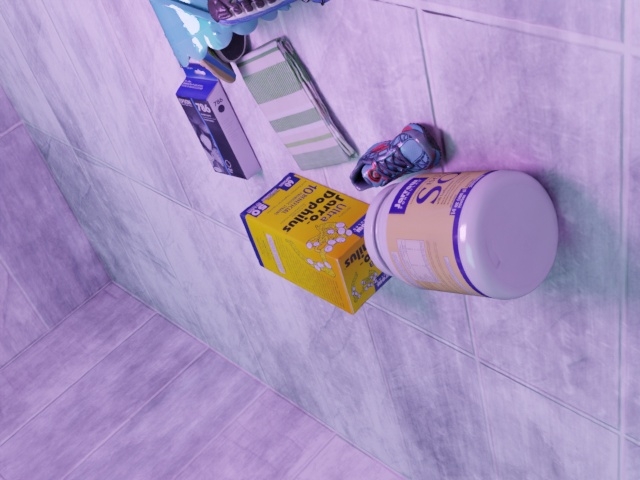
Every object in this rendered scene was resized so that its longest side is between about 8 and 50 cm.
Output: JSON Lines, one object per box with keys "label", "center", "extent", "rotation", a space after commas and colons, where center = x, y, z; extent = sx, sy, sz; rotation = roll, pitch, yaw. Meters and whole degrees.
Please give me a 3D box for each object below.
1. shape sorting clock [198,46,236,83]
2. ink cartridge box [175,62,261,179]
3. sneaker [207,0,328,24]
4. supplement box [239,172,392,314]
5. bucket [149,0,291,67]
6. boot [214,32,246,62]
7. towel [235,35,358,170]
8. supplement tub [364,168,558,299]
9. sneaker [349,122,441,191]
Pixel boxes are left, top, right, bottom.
{"label": "shape sorting clock", "center": [-0.274, -0.451, 1.979], "extent": [0.206, 0.040, 0.206], "rotation": [51, -166, -17]}
{"label": "ink cartridge box", "center": [-0.291, -0.323, 2.286], "extent": [0.165, 0.065, 0.333], "rotation": [17, 140, 48]}
{"label": "sneaker", "center": [-0.035, -0.445, 1.436], "extent": [0.130, 0.330, 0.147], "rotation": [62, 174, 19]}
{"label": "supplement box", "center": [0.000, 0.000, 2.129], "extent": [0.356, 0.194, 0.195], "rotation": [25, 146, 39]}
{"label": "bucket", "center": [-0.217, -0.494, 1.712], "extent": [0.281, 0.281, 0.183], "rotation": [-1, 123, 58]}
{"label": "boot", "center": [-0.270, -0.535, 1.947], "extent": [0.176, 0.088, 0.244], "rotation": [30, 151, 49]}
{"label": "towel", "center": [-0.064, -0.313, 1.978], "extent": [0.325, 0.038, 0.248], "rotation": [56, 154, -18]}
{"label": "supplement tub", "center": [0.265, -0.016, 1.641], "extent": [0.331, 0.241, 0.241], "rotation": [4, 130, 55]}
{"label": "sneaker", "center": [0.151, -0.155, 1.756], "extent": [0.104, 0.125, 0.262], "rotation": [51, 154, -8]}
